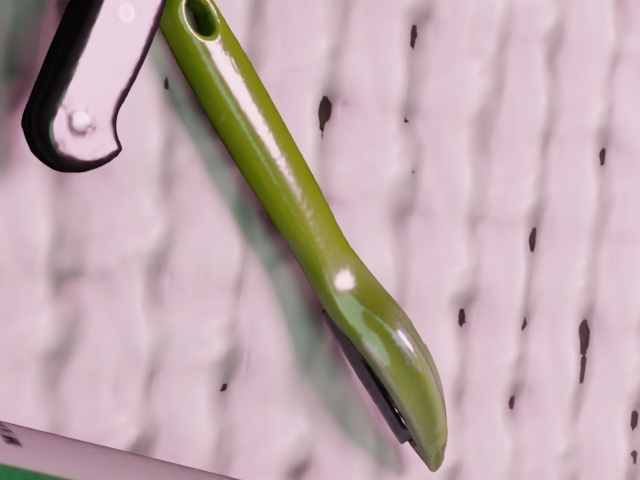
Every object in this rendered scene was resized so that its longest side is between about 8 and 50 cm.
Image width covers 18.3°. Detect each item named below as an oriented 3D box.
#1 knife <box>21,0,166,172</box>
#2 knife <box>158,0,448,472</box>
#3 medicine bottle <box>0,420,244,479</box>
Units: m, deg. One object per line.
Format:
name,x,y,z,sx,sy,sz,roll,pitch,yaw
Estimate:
knife,-0.016,-0.121,0.575,0.072,0.019,0.245,32,71,-34
knife,0.000,0.000,0.604,0.022,0.026,0.184,-48,117,-38
medicine bottle,-0.073,0.097,0.519,0.260,0.095,0.095,21,83,-36
